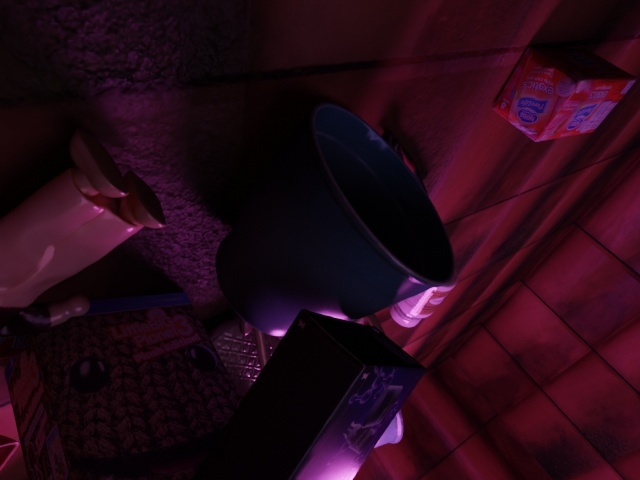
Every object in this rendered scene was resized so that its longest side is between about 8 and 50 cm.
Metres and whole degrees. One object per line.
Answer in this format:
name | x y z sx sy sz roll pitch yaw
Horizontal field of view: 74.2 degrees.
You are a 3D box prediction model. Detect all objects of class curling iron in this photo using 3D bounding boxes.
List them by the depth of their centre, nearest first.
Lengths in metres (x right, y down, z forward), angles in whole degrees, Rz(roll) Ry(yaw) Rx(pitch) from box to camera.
curling iron | 0.158 -0.126 0.791 0.274 0.035 0.068 24 78 -62

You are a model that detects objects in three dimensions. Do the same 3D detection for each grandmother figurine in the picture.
grandmother figurine | -0.330 0.041 0.431 0.342 0.104 0.208 -34 139 -1

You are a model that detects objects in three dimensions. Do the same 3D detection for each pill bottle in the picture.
pill bottle | 0.300 0.157 1.274 0.131 0.131 0.229 -16 145 -35

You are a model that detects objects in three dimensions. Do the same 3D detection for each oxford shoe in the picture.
oxford shoe | -0.234 0.259 0.834 0.449 0.130 0.169 -30 111 -34

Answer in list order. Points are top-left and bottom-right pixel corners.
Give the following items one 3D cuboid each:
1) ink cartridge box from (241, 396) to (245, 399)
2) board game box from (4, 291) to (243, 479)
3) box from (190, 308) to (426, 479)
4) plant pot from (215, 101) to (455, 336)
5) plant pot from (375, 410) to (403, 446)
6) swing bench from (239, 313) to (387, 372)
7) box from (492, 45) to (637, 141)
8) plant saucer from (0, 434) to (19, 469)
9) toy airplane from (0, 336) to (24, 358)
ink cartridge box | -0.204 0.369 0.813 0.208 0.045 0.206 -29 174 -24
board game box | -0.254 0.231 0.579 0.232 0.291 0.141 1 132 -50
box | -0.012 0.225 0.498 0.184 0.103 0.261 27 97 -51
plant pot | 0.000 0.000 0.594 0.255 0.272 0.271 -37 155 30
plant pot | 0.040 0.573 1.413 0.334 0.341 0.341 -17 146 -20
swing bench | -0.006 0.175 0.847 0.253 0.255 0.165 -24 -170 -40
box | 0.481 -0.291 0.835 0.257 0.122 0.128 -16 144 -34
plant saucer | -0.636 0.377 0.614 0.259 0.048 0.258 -48 150 19
toy airplane | -0.419 0.153 0.489 0.151 0.151 0.028 -27 111 -20
